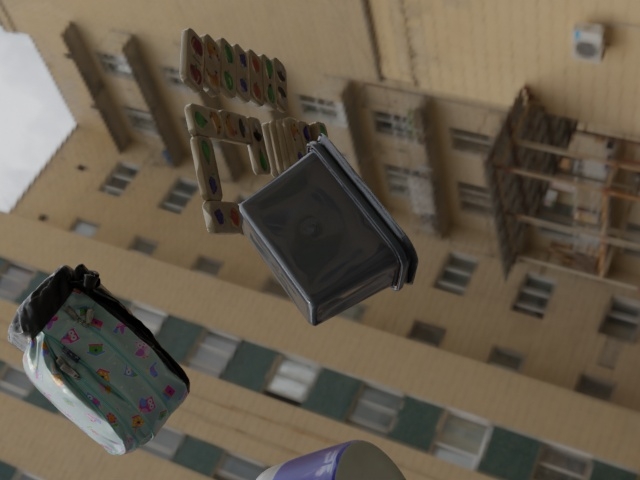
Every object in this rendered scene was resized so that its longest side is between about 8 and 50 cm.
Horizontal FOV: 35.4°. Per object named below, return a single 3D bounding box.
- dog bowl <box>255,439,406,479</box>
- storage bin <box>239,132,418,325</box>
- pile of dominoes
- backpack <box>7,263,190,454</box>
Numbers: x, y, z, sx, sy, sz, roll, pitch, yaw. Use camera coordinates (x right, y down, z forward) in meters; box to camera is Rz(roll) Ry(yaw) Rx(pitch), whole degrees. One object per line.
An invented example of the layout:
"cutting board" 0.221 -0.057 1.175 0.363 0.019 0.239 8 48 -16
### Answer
"dog bowl" 0.033 0.340 1.006 0.265 0.104 0.265 52 -156 -34
"storage bin" 0.000 0.000 0.806 0.091 0.135 0.098 -32 -20 -13
"pile of dominoes" -0.053 -0.104 0.976 0.251 0.040 0.196 -1 -101 -69
"backpack" -0.220 0.122 0.994 0.115 0.182 0.152 -48 5 -19
